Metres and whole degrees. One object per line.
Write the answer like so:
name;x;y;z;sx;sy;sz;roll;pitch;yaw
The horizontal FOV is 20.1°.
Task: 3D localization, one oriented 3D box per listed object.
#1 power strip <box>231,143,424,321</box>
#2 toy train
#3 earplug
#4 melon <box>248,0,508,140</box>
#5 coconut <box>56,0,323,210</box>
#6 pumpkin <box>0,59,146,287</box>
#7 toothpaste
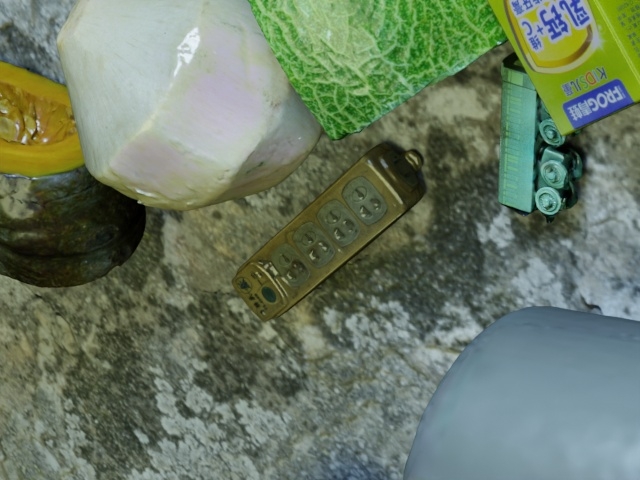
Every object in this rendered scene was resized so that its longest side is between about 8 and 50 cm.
power strip;0.000;0.000;1.681;0.064;0.044;0.305;50;140;1
toy train;0.178;-0.081;1.465;0.071;0.038;0.148;24;132;33
earplug;0.305;0.227;1.367;0.394;0.312;0.312;7;122;37
melon;0.010;-0.262;1.410;0.196;0.124;0.323;-31;94;11
coconut;-0.110;-0.139;1.532;0.237;0.237;0.197;55;147;-3
pumpkin;-0.332;-0.066;1.805;0.317;0.222;0.139;26;132;26
toothpaste;0.155;-0.241;1.315;0.110;0.077;0.327;-24;96;57
